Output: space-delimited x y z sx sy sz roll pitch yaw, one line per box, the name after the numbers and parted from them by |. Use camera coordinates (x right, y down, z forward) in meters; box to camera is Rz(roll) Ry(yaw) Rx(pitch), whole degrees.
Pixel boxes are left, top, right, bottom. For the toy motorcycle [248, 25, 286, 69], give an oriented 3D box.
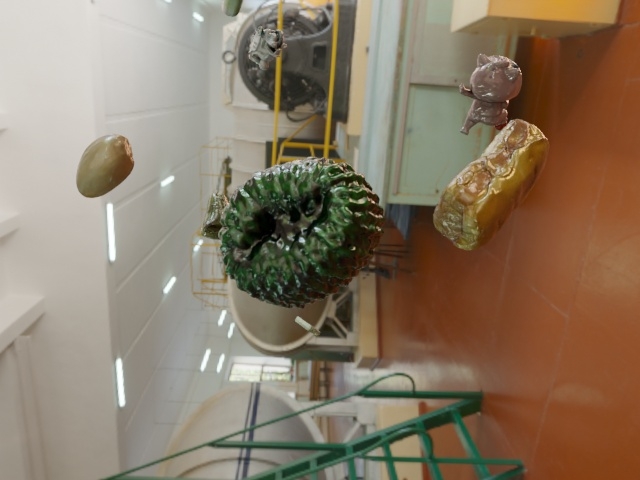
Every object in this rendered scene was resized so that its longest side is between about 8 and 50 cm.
-0.240 -0.834 2.105 0.260 0.110 0.171 26 115 49 | toy motorcycle

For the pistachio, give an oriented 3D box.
-0.657 -0.228 1.468 0.215 0.144 0.144 -50 5 2 | pistachio

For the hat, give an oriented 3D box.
0.000 0.000 0.874 0.332 0.274 0.242 18 -116 -65 | hat

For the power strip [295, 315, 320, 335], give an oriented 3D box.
-0.034 0.226 1.271 0.016 0.040 0.090 -57 30 -7 | power strip

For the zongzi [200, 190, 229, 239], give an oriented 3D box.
-0.178 -0.043 0.982 0.052 0.113 0.104 124 156 -58 | zongzi

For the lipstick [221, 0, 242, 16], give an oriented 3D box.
-0.288 -0.854 1.635 0.304 0.076 0.076 -173 86 -74 | lipstick

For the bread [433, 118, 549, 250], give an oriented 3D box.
0.420 -0.133 1.156 0.344 0.148 0.195 -43 -21 -23 | bread

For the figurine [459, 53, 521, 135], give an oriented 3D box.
0.555 -0.477 1.574 0.186 0.176 0.288 -51 -30 -30 | figurine
